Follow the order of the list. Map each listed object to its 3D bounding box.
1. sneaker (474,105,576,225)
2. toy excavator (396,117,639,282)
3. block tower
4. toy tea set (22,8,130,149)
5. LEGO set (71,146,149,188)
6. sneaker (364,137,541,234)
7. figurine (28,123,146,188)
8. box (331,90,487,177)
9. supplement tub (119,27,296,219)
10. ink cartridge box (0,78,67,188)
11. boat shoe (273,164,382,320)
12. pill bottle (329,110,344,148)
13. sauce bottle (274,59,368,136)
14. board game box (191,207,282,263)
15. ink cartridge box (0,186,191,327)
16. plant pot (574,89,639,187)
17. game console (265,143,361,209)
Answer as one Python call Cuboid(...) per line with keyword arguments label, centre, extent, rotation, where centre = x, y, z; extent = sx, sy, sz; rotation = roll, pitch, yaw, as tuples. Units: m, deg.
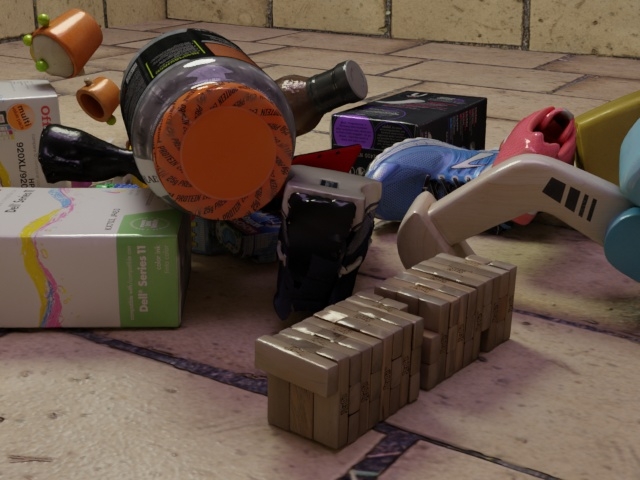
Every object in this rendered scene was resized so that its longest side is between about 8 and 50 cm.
Cuboid(label="sneaker", centre=(0.318, -0.129, 1.388), extent=(0.116, 0.136, 0.314), rotation=(36, 32, 5))
Cuboid(label="toy excavator", centre=(0.367, -0.044, 1.172), extent=(0.445, 0.433, 0.222), rotation=(31, 29, 4))
Cuboid(label="block tower", centre=(0.077, 0.102, 1.019), extent=(0.091, 0.097, 0.335), rotation=(15, 22, 37))
Cuboid(label="toy tea set", centre=(-0.383, -0.242, 1.714), extent=(0.124, 0.336, 0.200), rotation=(-52, 11, -31))
Cuboid(label="LEGO set", centre=(-0.320, -0.106, 1.606), extent=(0.087, 0.093, 0.227), rotation=(4, 19, 9))
Cuboid(label="sneaker", centre=(0.220, -0.082, 1.492), extent=(0.330, 0.129, 0.147), rotation=(-6, 18, -19))
Cuboid(label="figurine", centre=(-0.308, -0.068, 1.432), extent=(0.209, 0.092, 0.215), rotation=(5, 49, 0))
Cuboid(label="box", centre=(0.152, -0.158, 1.683), extent=(0.165, 0.143, 0.270), rotation=(11, 22, 31))
Cuboid(label="supplement tub", centre=(-0.142, -0.145, 1.231), extent=(0.194, 0.193, 0.316), rotation=(-4, 21, -13))
Cuboid(label="ink cartridge box", centre=(-0.552, -0.168, 1.664), extent=(0.233, 0.171, 0.168), rotation=(-7, 21, -19))
Cuboid(label="boat shoe", centre=(0.000, 0.000, 1.229), extent=(0.127, 0.158, 0.340), rotation=(12, 10, 6))
Cuboid(label="pill bottle", centre=(0.108, -0.198, 1.871), extent=(0.169, 0.094, 0.094), rotation=(-5, 20, -13))
Cuboid(label="sauce bottle", centre=(-0.082, -0.218, 1.715), extent=(0.344, 0.111, 0.111), rotation=(-20, 8, 30))
Cuboid(label="board game box", centre=(-0.101, -0.015, 1.397), extent=(0.194, 0.060, 0.194), rotation=(-10, 22, -25))
Cuboid(label="ink cartridge box", centre=(-0.340, 0.015, 1.215), extent=(0.353, 0.119, 0.207), rotation=(0, 19, -3))
Cuboid(label="plant pot", centre=(0.477, -0.121, 1.480), extent=(0.187, 0.212, 0.212), rotation=(-10, 7, 10))
Cuboid(label="game console", centre=(-0.033, -0.099, 1.420), extent=(0.144, 0.085, 0.124), rotation=(-14, 25, -42))
